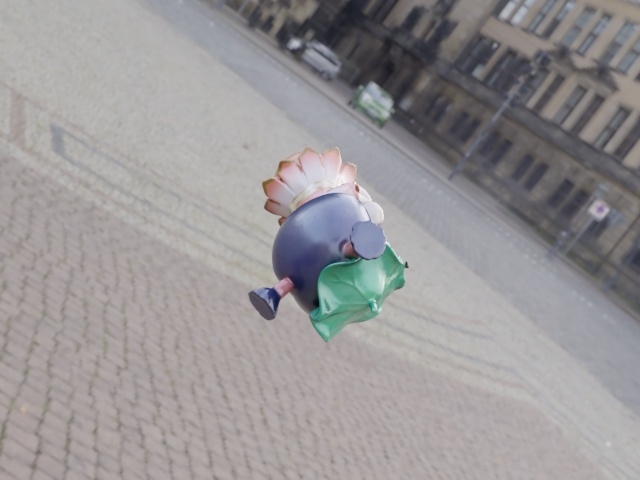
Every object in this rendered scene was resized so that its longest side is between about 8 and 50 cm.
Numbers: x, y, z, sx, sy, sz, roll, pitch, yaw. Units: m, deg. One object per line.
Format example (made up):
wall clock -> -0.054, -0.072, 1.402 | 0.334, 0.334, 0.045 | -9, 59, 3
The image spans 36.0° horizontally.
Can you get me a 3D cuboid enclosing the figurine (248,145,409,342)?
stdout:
figurine -> 0.000, 0.000, 0.779 | 0.102, 0.111, 0.195 | 40, 14, -32
